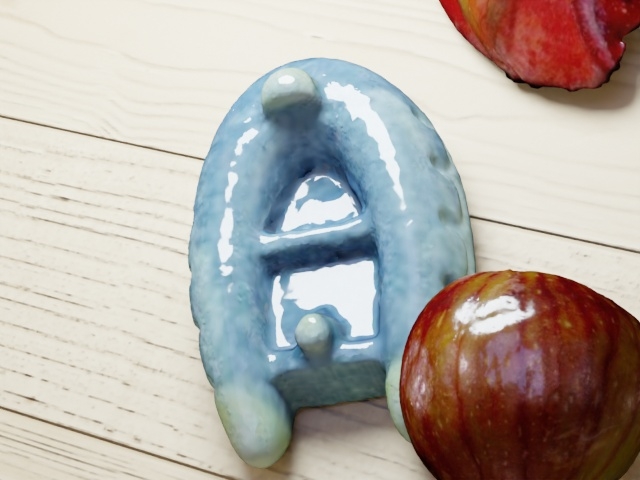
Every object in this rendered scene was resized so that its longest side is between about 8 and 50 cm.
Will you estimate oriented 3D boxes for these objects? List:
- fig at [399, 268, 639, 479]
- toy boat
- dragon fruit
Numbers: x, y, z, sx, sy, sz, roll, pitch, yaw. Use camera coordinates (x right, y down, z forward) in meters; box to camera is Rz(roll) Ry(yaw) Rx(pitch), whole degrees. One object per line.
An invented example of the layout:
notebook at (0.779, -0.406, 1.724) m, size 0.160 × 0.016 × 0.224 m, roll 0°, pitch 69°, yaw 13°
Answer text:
fig at (0.129, 0.127, 1.067) m, size 0.175 × 0.175 × 0.207 m, roll 6°, pitch 68°, yaw 23°
toy boat at (0.000, 0.000, 1.222) m, size 0.215 × 0.123 × 0.330 m, roll -9°, pitch 59°, yaw 17°
dragon fruit at (0.185, -0.296, 1.333) m, size 0.282 × 0.100 × 0.343 m, roll 18°, pitch 75°, yaw 41°
